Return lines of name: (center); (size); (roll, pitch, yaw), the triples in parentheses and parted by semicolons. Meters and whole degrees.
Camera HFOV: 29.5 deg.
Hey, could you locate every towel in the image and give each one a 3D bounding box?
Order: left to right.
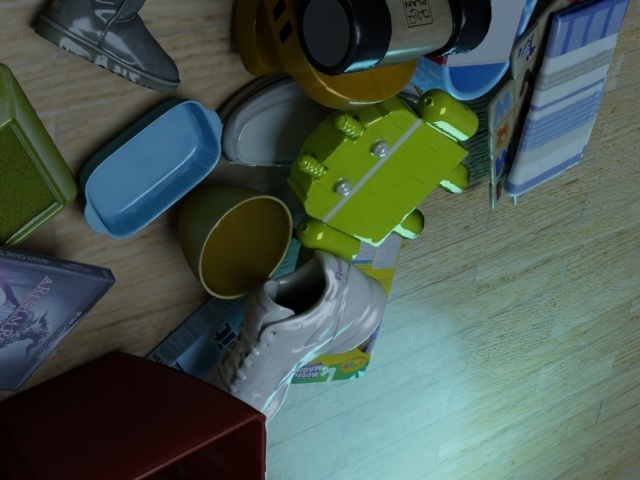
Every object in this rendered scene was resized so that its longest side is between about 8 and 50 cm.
towel: (0.349, -0.210, 1.730); (0.209, 0.034, 0.285); (-28, 138, -44)

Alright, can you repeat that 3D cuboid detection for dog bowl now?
dog bowl: (0.208, -0.314, 1.547); (0.166, 0.074, 0.297); (1, 118, -47)

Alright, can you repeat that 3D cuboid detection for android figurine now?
android figurine: (0.070, -0.080, 1.425); (0.248, 0.056, 0.273); (-45, 147, 13)

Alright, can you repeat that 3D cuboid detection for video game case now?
video game case: (-0.369, 0.077, 1.233); (0.196, 0.026, 0.274); (-45, 145, 22)

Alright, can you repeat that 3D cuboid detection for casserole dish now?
casserole dish: (-0.190, -0.084, 1.337); (0.188, 0.037, 0.114); (-41, 140, -17)

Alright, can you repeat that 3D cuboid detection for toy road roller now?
toy road roller: (0.006, -0.302, 1.288); (0.202, 0.240, 0.330); (-16, 91, -38)

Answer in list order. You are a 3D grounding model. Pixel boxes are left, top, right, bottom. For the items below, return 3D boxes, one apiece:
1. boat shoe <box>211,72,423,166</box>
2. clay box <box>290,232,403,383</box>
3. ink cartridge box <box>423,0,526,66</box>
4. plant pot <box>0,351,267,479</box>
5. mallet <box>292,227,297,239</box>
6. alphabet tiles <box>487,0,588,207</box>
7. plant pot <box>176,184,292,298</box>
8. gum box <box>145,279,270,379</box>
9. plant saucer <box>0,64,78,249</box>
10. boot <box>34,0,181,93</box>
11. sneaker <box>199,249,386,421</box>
boat shoe: (0.015, -0.143, 1.450); (0.302, 0.103, 0.113); (-19, 132, -35)
clay box: (0.022, 0.079, 1.588); (0.127, 0.053, 0.222); (0, 116, -31)
ink cartridge box: (0.132, -0.292, 1.399); (0.127, 0.176, 0.128); (-13, 125, -42)
plant pot: (-0.238, 0.285, 1.406); (0.267, 0.235, 0.267); (-23, 133, -32)
mallet: (0.000, 0.000, 1.607); (0.189, 0.062, 0.039); (22, 103, -36)
alphabet tiles: (0.324, -0.209, 1.735); (0.285, 0.011, 0.342); (-48, 152, -22)
plant pot: (-0.114, -0.013, 1.422); (0.134, 0.095, 0.134); (-26, 134, -31)
gum box: (-0.120, 0.142, 1.577); (0.184, 0.041, 0.157); (-42, 141, -14)
plant saucer: (-0.337, -0.048, 1.204); (0.188, 0.045, 0.188); (-41, 140, -17)
boot: (-0.167, -0.264, 1.199); (0.189, 0.076, 0.208); (21, 99, -52)
sneaker: (-0.072, 0.122, 1.470); (0.305, 0.114, 0.152); (-42, 137, 6)
